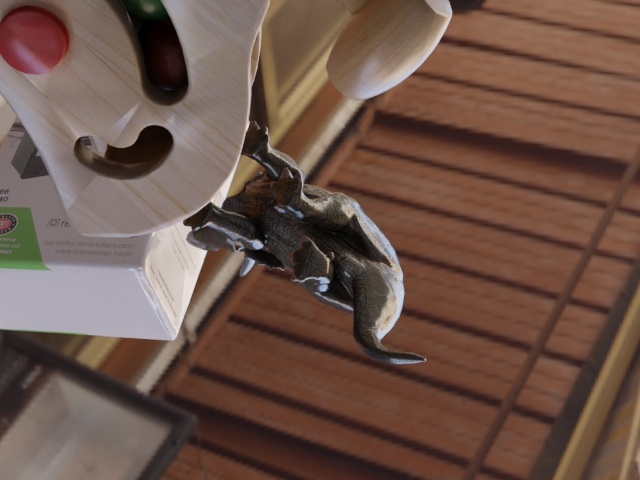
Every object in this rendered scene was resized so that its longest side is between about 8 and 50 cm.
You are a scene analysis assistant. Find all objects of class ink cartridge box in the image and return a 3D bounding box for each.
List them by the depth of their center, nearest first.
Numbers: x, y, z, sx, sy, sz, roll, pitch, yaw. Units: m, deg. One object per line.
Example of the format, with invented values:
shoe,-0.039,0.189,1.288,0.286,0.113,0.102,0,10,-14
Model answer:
ink cartridge box,-0.202,-0.050,1.216,0.198,0.115,0.273,2,-129,17

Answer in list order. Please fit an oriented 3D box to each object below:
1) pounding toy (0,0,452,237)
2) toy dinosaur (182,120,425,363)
pounding toy,-0.092,-0.113,0.568,0.269,0.154,0.155,27,-149,-16
toy dinosaur,0.000,0.000,1.008,0.313,0.160,0.121,26,-90,40
